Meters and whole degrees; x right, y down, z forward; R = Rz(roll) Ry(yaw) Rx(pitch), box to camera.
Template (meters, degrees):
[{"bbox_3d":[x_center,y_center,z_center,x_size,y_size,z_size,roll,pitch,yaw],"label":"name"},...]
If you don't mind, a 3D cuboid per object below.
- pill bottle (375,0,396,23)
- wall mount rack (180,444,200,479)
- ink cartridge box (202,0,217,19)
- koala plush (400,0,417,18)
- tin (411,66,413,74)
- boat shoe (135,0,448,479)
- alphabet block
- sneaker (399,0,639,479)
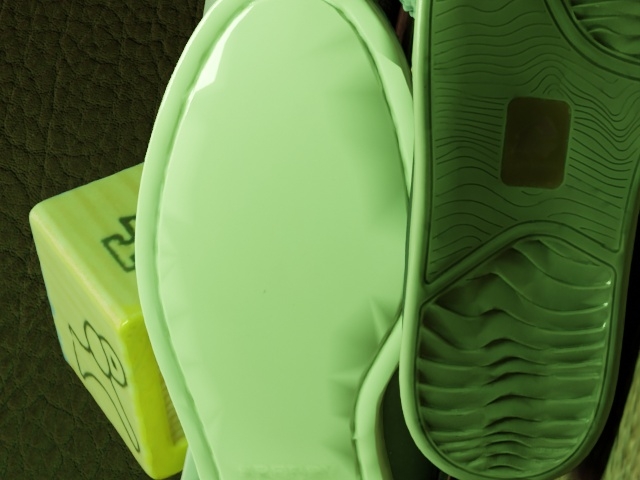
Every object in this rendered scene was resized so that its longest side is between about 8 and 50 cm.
[{"bbox_3d":[0.003,-0.267,1.599,0.162,0.162,0.278,147,136,-85],"label":"pill bottle"},{"bbox_3d":[-0.049,0.210,1.093,0.304,0.130,0.350,-76,0,-64],"label":"wall mount rack"},{"bbox_3d":[-0.041,-0.108,1.354,0.324,0.071,0.330,106,150,-48],"label":"ink cartridge box"},{"bbox_3d":[0.035,-0.212,0.643,0.203,0.196,0.221,-51,-21,-74],"label":"koala plush"},{"bbox_3d":[0.073,-0.092,0.839,0.106,0.040,0.190,-88,10,-50],"label":"tin"},{"bbox_3d":[0.000,0.038,0.593,0.099,0.116,0.319,-60,-31,-62],"label":"boat shoe"},{"bbox_3d":[-0.120,0.056,1.274,0.197,0.193,0.192,45,151,44],"label":"alphabet block"},{"bbox_3d":[0.061,-0.048,0.443,0.118,0.083,0.222,-90,12,-78],"label":"sneaker"}]
